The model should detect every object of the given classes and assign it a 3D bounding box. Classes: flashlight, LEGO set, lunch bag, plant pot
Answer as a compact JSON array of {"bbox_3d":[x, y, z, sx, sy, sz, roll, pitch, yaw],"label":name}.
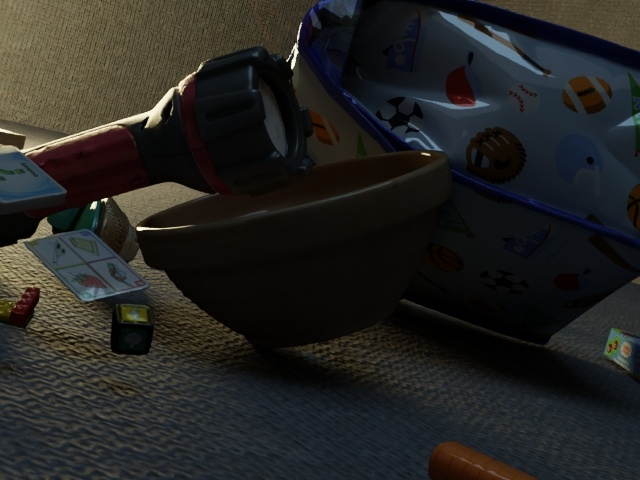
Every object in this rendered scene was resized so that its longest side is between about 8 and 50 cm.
[{"bbox_3d":[-0.160,-0.053,0.762,0.304,0.103,0.103,-14,-32,19],"label":"flashlight"},{"bbox_3d":[-0.203,-0.005,0.606,0.183,0.060,0.244,-13,38,-42],"label":"LEGO set"},{"bbox_3d":[0.127,-0.066,1.032,0.386,0.238,0.328,20,-24,-5],"label":"lunch bag"},{"bbox_3d":[-0.010,0.011,0.779,0.238,0.109,0.237,-13,9,2],"label":"plant pot"}]

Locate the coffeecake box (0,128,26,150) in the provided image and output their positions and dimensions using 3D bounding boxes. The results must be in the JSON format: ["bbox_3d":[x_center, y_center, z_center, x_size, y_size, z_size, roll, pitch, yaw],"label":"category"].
[{"bbox_3d":[-0.524,-0.140,1.422,0.186,0.068,0.142,18,6,31],"label":"coffeecake box"}]

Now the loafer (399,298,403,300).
[{"bbox_3d":[0.000,0.000,1.246,0.269,0.101,0.092,25,7,14],"label":"loafer"}]

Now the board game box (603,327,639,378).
[{"bbox_3d":[0.407,0.145,1.085,0.160,0.039,0.211,14,6,-3],"label":"board game box"}]

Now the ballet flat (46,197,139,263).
[{"bbox_3d":[-0.199,-0.009,0.950,0.067,0.073,0.206,28,3,-25],"label":"ballet flat"}]

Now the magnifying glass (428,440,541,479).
[{"bbox_3d":[0.153,0.145,0.481,0.231,0.026,0.092,17,6,35],"label":"magnifying glass"}]
